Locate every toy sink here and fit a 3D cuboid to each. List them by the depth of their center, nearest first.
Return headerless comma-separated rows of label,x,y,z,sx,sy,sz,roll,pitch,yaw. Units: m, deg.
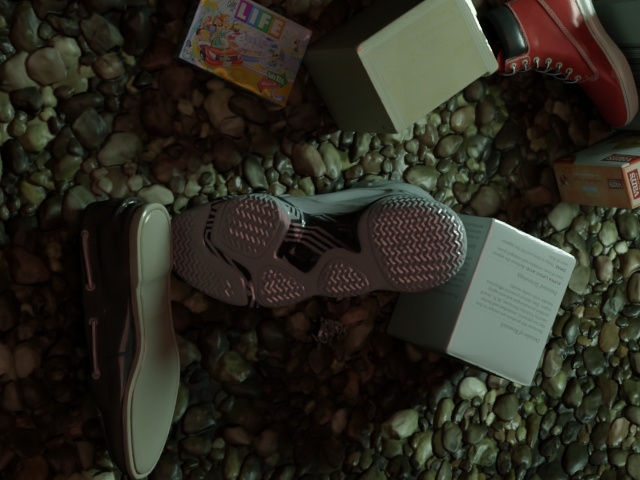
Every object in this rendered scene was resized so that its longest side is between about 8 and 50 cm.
toy sink,0.122,-0.242,1.718,0.234,0.152,0.131,-37,111,-21

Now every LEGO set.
LEGO set,0.015,0.105,1.770,0.054,0.023,0.083,6,93,-28

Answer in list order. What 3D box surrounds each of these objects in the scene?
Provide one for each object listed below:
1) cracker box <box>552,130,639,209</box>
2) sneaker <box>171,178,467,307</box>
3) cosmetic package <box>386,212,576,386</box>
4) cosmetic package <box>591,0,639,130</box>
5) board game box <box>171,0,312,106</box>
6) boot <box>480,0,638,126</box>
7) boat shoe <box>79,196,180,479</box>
cracker box,0.465,-0.115,1.906,0.232,0.155,0.067,-23,105,-24
sneaker,0.000,0.000,1.695,0.365,0.210,0.137,-1,97,7
cosmetic package,0.210,0.074,1.797,0.151,0.151,0.184,23,86,-28
cosmetic package,0.585,-0.298,1.950,0.365,0.155,0.197,-20,105,-25
board game box,-0.095,-0.241,1.675,0.154,0.026,0.103,22,85,-27
boot,0.319,-0.232,1.861,0.176,0.088,0.244,-36,102,-19
boat shoe,-0.234,0.113,1.618,0.112,0.095,0.335,-15,109,-62
